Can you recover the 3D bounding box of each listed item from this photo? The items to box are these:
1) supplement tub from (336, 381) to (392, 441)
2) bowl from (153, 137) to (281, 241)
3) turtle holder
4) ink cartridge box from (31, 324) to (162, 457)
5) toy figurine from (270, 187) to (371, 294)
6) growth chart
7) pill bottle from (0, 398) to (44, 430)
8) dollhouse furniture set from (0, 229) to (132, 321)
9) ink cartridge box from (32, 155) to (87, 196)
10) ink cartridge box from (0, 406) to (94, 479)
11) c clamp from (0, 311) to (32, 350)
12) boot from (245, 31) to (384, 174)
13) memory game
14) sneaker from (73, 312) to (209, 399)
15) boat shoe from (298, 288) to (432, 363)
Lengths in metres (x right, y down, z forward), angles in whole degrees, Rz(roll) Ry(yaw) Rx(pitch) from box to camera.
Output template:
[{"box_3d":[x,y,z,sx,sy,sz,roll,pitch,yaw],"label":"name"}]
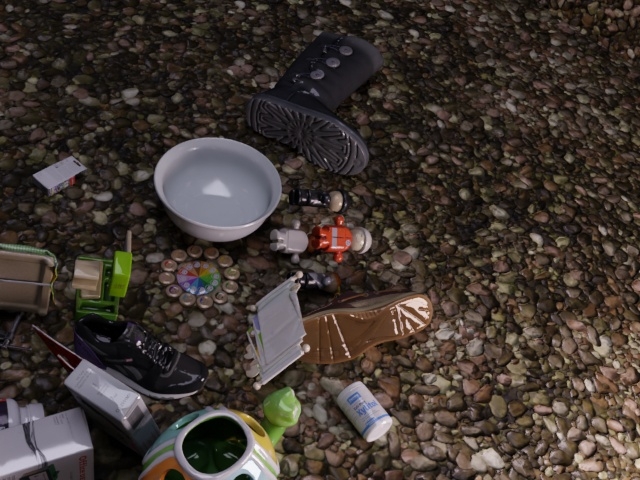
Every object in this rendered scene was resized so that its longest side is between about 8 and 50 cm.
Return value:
[{"box_3d":[0.089,0.349,1.758,0.071,0.071,0.107,-24,58,-31],"label":"supplement tub"},{"box_3d":[-0.247,-0.096,2.038,0.297,0.134,0.298,7,47,-8],"label":"bowl"},{"box_3d":[-0.165,0.408,1.535,0.320,0.228,0.243,-8,50,-20],"label":"turtle holder"},{"box_3d":[-0.411,0.281,1.559,0.238,0.275,0.060,29,66,13],"label":"ink cartridge box"},{"box_3d":[0.000,0.000,1.963,0.148,0.210,0.213,3,39,-33],"label":"toy figurine"},{"box_3d":[-0.096,0.188,1.819,0.021,0.172,0.237,40,27,-36],"label":"growth chart"},{"box_3d":[-0.604,0.343,1.563,0.193,0.108,0.108,0,48,-26],"label":"pill bottle"},{"box_3d":[-0.549,0.046,1.766,0.301,0.198,0.151,8,48,-18],"label":"dollhouse furniture set"},{"box_3d":[-0.624,-0.155,2.072,0.062,0.029,0.115,38,50,21],"label":"ink cartridge box"},{"box_3d":[-0.511,0.395,1.509,0.219,0.160,0.093,-14,54,-24],"label":"ink cartridge box"},{"box_3d":[-0.645,0.159,1.790,0.137,0.022,0.161,6,49,-2],"label":"c clamp"},{"box_3d":[0.057,-0.396,2.393,0.366,0.146,0.445,30,44,11],"label":"boot"},{"box_3d":[-0.274,0.080,1.954,0.186,0.012,0.186,7,48,-7],"label":"memory game"},{"box_3d":[-0.360,0.228,1.722,0.283,0.124,0.107,15,47,0],"label":"sneaker"},{"box_3d":[0.070,0.173,1.902,0.341,0.123,0.123,-16,23,-13],"label":"boat shoe"}]
